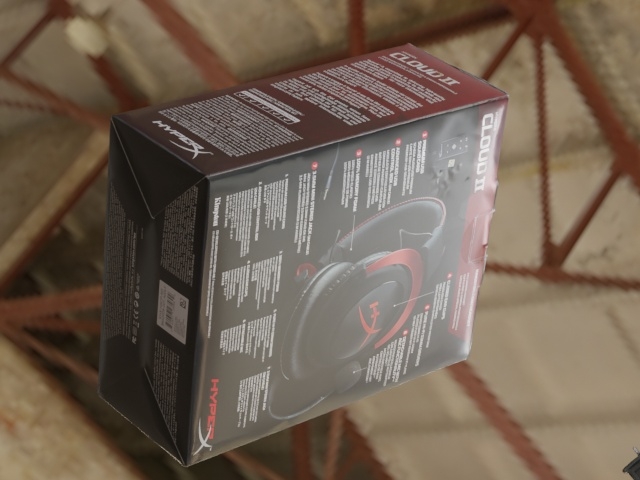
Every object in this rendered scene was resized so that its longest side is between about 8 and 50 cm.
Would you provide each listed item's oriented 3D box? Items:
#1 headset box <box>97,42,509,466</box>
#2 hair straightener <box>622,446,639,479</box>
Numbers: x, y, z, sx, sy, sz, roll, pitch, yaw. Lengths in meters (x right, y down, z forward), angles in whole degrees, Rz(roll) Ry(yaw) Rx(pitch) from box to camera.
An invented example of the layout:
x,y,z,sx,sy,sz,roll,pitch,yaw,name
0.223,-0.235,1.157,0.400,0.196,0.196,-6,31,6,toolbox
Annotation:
x,y,z,sx,sy,sz,roll,pitch,yaw,name
0.000,0.000,1.314,0.110,0.293,0.218,33,-51,40,headset box
0.220,0.133,1.086,0.089,0.230,0.047,35,-53,0,hair straightener
